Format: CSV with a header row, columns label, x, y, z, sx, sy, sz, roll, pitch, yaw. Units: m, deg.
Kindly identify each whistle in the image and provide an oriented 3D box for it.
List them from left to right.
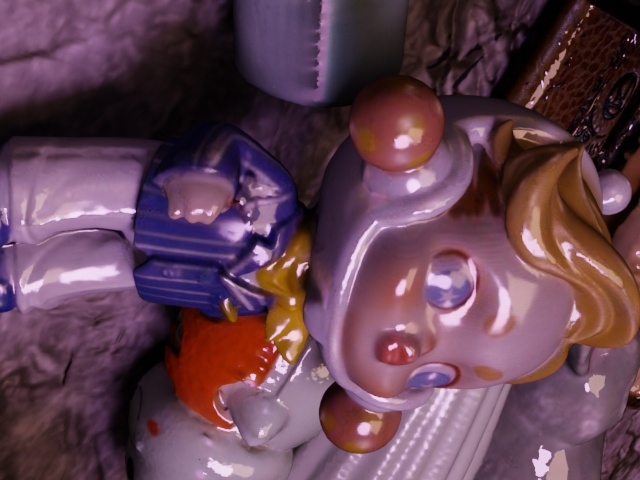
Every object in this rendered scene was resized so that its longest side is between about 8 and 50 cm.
label,x,y,z,sx,sy,sz,roll,pitch,yaw
whistle,-0.032,0.060,0.792,0.106,0.102,0.253,13,115,-48

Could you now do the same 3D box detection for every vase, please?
label,x,y,z,sx,sy,sz,roll,pitch,yaw
vase,0.032,0.110,0.864,0.128,0.128,0.248,-5,135,-45

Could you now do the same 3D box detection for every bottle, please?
label,x,y,z,sx,sy,sz,roll,pitch,yaw
bottle,0.004,-0.187,0.617,0.082,0.082,0.286,-26,139,-29

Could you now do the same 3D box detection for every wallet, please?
label,x,y,z,sx,sy,sz,roll,pitch,yaw
wallet,0.118,-0.026,0.926,0.133,0.039,0.243,13,112,-53

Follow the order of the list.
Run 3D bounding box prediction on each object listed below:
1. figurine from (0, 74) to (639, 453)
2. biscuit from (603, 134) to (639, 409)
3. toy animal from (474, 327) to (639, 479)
label,x,y,z,sx,sy,sz,roll,pitch,yaw
figurine,-0.004,0.008,0.683,0.274,0.133,0.194,-12,129,15
biscuit,0.263,0.002,1.071,0.259,0.079,0.259,-28,140,-27
toy animal,0.139,0.095,0.902,0.108,0.138,0.236,-7,152,-30
